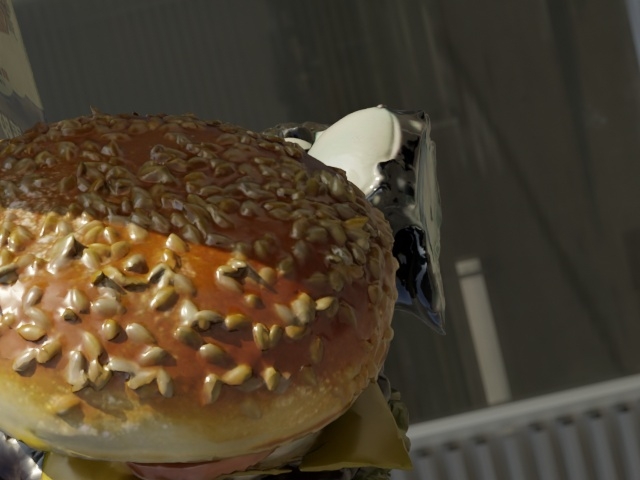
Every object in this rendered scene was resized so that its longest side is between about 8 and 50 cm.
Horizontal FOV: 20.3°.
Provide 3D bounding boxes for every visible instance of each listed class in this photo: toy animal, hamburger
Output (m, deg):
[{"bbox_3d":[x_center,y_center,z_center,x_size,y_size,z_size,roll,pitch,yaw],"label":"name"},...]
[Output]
[{"bbox_3d":[0.000,0.000,1.191,0.166,0.179,0.138,-74,-35,-53],"label":"toy animal"},{"bbox_3d":[-0.088,0.059,0.978,0.291,0.291,0.225,-100,13,-54],"label":"hamburger"}]

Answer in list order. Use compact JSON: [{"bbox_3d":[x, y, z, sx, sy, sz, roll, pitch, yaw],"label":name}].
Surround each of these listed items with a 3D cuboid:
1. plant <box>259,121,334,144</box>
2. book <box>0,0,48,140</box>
[{"bbox_3d":[-0.020,-0.035,1.562,0.129,0.195,0.132,-25,75,59],"label":"plant"},{"bbox_3d":[-0.286,-0.169,1.476,0.228,0.018,0.322,43,-156,-66],"label":"book"}]
